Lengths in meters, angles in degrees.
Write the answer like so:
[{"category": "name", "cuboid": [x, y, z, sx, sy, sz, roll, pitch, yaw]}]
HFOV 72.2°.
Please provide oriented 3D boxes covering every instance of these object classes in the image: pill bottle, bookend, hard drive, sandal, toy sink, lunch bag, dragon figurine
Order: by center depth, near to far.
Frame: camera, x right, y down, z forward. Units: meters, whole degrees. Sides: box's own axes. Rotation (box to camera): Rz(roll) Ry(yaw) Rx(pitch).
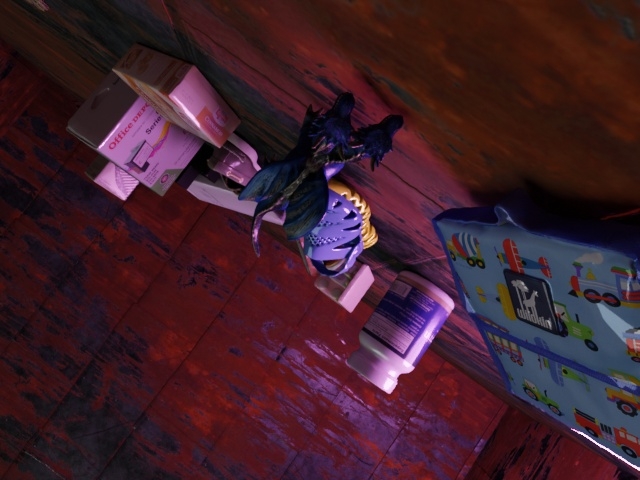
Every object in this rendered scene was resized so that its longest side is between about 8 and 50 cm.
[{"category": "lunch bag", "cuboid": [0.249, 0.065, 0.423, 0.293, 0.138, 0.221, 52, 168, -22]}, {"category": "dragon figurine", "cuboid": [-0.031, -0.061, 0.493, 0.085, 0.289, 0.144, 40, -150, -15]}, {"category": "sandal", "cuboid": [0.018, -0.019, 0.808, 0.126, 0.138, 0.317, 34, 172, 29]}, {"category": "pill bottle", "cuboid": [0.186, 0.217, 1.048, 0.153, 0.264, 0.153, 35, 174, 4]}, {"category": "sandal", "cuboid": [-0.006, 0.009, 1.255, 0.076, 0.102, 0.265, 36, 176, -28]}, {"category": "bookend", "cuboid": [-0.371, -0.210, 1.310, 0.157, 0.156, 0.072, 32, 172, 18]}, {"category": "hard drive", "cuboid": [-0.289, -0.145, 1.437, 0.353, 0.047, 0.233, 18, 168, 17]}, {"category": "toy sink", "cuboid": [0.079, 0.136, 1.497, 0.131, 0.152, 0.234, 34, 174, 19]}]

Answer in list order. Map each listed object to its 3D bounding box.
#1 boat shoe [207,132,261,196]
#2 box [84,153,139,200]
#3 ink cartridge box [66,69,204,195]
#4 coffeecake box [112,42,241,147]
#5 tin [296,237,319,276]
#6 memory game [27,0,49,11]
[{"category": "boat shoe", "cuboid": [-0.195, -0.162, 1.047, 0.109, 0.091, 0.305, 35, 173, 6]}, {"category": "box", "cuboid": [-0.542, -0.262, 1.276, 0.094, 0.275, 0.113, 29, 171, 43]}, {"category": "ink cartridge box", "cuboid": [-0.449, -0.266, 1.107, 0.117, 0.201, 0.278, 33, 172, 19]}, {"category": "coffeecake box", "cuboid": [-0.253, -0.257, 0.779, 0.185, 0.068, 0.142, 30, 171, 33]}, {"category": "tin", "cuboid": [-0.049, 0.030, 1.462, 0.106, 0.040, 0.189, 162, 89, -77]}, {"category": "memory game", "cuboid": [-0.669, -0.566, 0.932, 0.186, 0.012, 0.186, 35, 174, 5]}]
